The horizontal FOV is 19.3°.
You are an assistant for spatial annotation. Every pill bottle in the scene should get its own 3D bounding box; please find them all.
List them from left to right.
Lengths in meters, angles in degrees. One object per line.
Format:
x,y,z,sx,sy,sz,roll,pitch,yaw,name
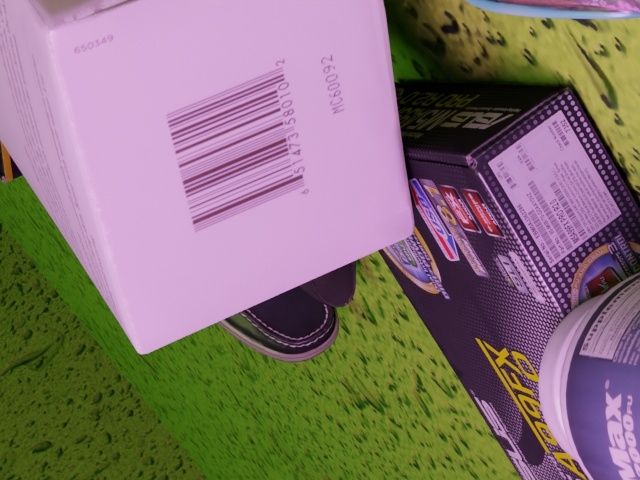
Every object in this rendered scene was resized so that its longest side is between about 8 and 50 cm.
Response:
0.155,0.062,0.729,0.108,0.108,0.180,56,168,-8,pill bottle

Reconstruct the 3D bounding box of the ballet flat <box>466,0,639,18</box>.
0.116,-0.097,0.567,0.221,0.077,0.079,28,133,54,ballet flat

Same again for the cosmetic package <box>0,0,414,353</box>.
-0.113,-0.142,0.930,0.365,0.155,0.197,53,161,44,cosmetic package

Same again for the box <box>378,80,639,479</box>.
0.118,0.049,0.931,0.270,0.060,0.216,58,166,-15,box

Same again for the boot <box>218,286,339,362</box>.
-0.073,-0.029,1.371,0.236,0.085,0.178,51,165,18,boot

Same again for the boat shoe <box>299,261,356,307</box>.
-0.002,0.001,1.267,0.042,0.049,0.133,53,166,46,boat shoe

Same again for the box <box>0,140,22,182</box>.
-0.288,-0.241,1.457,0.257,0.079,0.322,46,151,31,box
